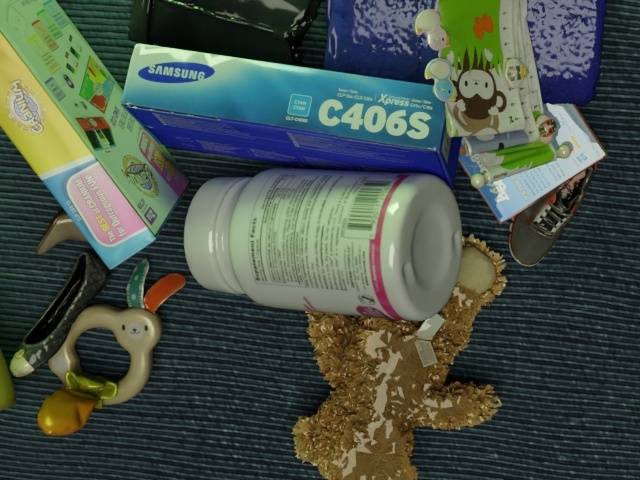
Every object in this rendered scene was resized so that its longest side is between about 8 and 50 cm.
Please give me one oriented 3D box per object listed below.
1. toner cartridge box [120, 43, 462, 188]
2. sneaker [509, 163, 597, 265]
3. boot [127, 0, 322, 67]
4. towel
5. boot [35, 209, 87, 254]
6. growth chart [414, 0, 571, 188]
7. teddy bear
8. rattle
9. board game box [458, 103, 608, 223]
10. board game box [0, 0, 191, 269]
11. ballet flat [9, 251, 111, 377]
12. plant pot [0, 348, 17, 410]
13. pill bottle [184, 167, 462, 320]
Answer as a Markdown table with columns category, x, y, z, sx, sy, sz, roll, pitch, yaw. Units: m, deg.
| category | x | y | z | sx | sy | sz | roll | pitch | yaw |
| --- | --- | --- | --- | --- | --- | --- | --- | --- | --- |
| toner cartridge box | -0.026 | -0.134 | 1.723 | 0.348 | 0.165 | 0.075 | 9 | 79 | 11 |
| sneaker | 0.266 | -0.038 | 1.819 | 0.061 | 0.065 | 0.158 | 25 | 105 | -5 |
| boot | -0.094 | -0.308 | 1.749 | 0.207 | 0.094 | 0.246 | 13 | 113 | 4 |
| towel | 0.159 | -0.271 | 1.721 | 0.308 | 0.076 | 0.227 | 7 | 111 | 9 |
| boot | -0.275 | -0.012 | 1.875 | 0.087 | 0.042 | 0.118 | 30 | 112 | -13 |
| growth chart | 0.177 | -0.172 | 1.639 | 0.172 | 0.021 | 0.237 | -26 | 108 | -36 |
| teddy bear | 0.093 | 0.135 | 1.870 | 0.245 | 0.113 | 0.338 | 3 | 98 | -5 |
| rattle | -0.252 | 0.121 | 1.862 | 0.200 | 0.143 | 0.130 | -42 | 75 | 21 |
| board game box | 0.186 | -0.174 | 1.777 | 0.145 | 0.027 | 0.281 | -33 | 89 | 10 |
| board game box | -0.277 | -0.142 | 1.733 | 0.064 | 0.242 | 0.316 | -34 | 100 | 13 |
| ballet flat | -0.316 | 0.087 | 1.875 | 0.173 | 0.057 | 0.049 | -54 | 131 | -9 |
| plant pot | -0.508 | 0.117 | 1.830 | 0.254 | 0.254 | 0.239 | -17 | 90 | 8 |
| pill bottle | 0.000 | 0.000 | 1.751 | 0.283 | 0.160 | 0.160 | 4 | 108 | 32 |
